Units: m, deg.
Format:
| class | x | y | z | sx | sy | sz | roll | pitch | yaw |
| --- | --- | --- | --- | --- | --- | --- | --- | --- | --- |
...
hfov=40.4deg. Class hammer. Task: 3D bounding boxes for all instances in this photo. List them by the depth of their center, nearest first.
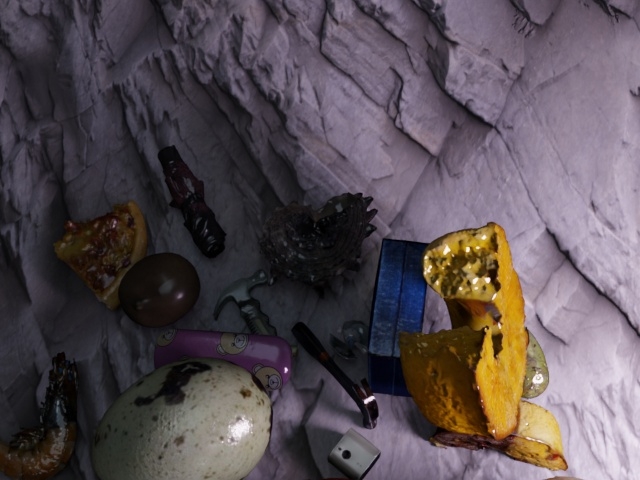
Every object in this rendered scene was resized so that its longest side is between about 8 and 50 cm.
| class | x | y | z | sx | sy | sz | roll | pitch | yaw |
| --- | --- | --- | --- | --- | --- | --- | --- | --- | --- |
| hammer | 0.029 | 0.281 | 1.921 | 0.037 | 0.137 | 0.290 | -32 | 59 | -20 |
| hammer | -0.142 | 0.187 | 2.003 | 0.159 | 0.041 | 0.226 | -33 | 68 | -12 |

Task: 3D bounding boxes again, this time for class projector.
| class | x | y | z | sx | sy | sz | roll | pitch | yaw |
| --- | --- | --- | --- | --- | --- | --- | --- | --- | --- |
| projector | 0.072 | 0.459 | 1.846 | 0.082 | 0.083 | 0.083 | 36 | 71 | 17 |

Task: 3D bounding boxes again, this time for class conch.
| class | x | y | z | sx | sy | sz | roll | pitch | yaw |
| --- | --- | --- | --- | --- | --- | --- | --- | --- | --- |
| conch | -0.007 | -0.011 | 2.035 | 0.313 | 0.186 | 0.240 | -32 | 52 | 3 |

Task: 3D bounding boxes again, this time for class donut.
| class | x | y | z | sx | sy | sz | roll | pitch | yaw |
| --- | --- | --- | --- | --- | --- | --- | --- | --- | --- |
| donut | 0.292 | 0.203 | 1.713 | 0.164 | 0.377 | 0.435 | -5 | 40 | 25 |
| donut | 0.386 | 0.389 | 1.837 | 0.295 | 0.151 | 0.112 | 9 | 56 | 7 |

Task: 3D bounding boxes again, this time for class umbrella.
| class | x | y | z | sx | sy | sz | roll | pitch | yaw |
| --- | --- | --- | --- | --- | --- | --- | --- | --- | --- |
| umbrella | -0.317 | -0.102 | 2.118 | 0.090 | 0.094 | 0.326 | -19 | 66 | -22 |

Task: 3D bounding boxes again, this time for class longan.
| class | x | y | z | sx | sy | sz | roll | pitch | yaw |
| --- | --- | --- | --- | --- | --- | --- | --- | --- | --- |
| longan | -0.364 | 0.112 | 1.978 | 0.189 | 0.189 | 0.189 | -1 | 65 | 2 |

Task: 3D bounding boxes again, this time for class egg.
| class | x | y | z | sx | sy | sz | roll | pitch | yaw |
| --- | --- | --- | --- | --- | --- | --- | --- | --- | --- |
| egg | -0.280 | 0.396 | 1.781 | 0.379 | 0.287 | 0.287 | -28 | 66 | 6 |

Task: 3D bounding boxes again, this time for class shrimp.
| class | x | y | z | sx | sy | sz | roll | pitch | yaw |
| --- | --- | --- | --- | --- | --- | --- | --- | --- | --- |
| shrimp | -0.641 | 0.384 | 1.923 | 0.223 | 0.054 | 0.290 | 4 | 69 | 4 |

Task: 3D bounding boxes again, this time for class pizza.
| class | x | y | z | sx | sy | sz | roll | pitch | yaw |
| --- | --- | --- | --- | --- | --- | --- | --- | --- | --- |
| pizza | -0.531 | 0.020 | 2.074 | 0.229 | 0.081 | 0.289 | 6 | 67 | 5 |

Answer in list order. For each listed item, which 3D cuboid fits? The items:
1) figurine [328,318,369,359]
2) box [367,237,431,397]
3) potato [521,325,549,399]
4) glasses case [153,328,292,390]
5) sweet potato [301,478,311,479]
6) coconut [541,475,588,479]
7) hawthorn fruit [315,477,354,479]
| class | x | y | z | sx | sy | sz | roll | pitch | yaw |
| --- | --- | --- | --- | --- | --- | --- | --- | --- | --- |
| figurine | 0.068 | 0.226 | 1.949 | 0.094 | 0.086 | 0.082 | 42 | 110 | 16 |
| box | 0.166 | 0.172 | 1.869 | 0.116 | 0.279 | 0.261 | 5 | 65 | 7 |
| potato | 0.444 | 0.255 | 1.945 | 0.120 | 0.054 | 0.197 | -9 | 65 | 1 |
| glasses case | -0.218 | 0.264 | 1.936 | 0.317 | 0.076 | 0.123 | 3 | 85 | 11 |
| sweet potato | -0.153 | 0.557 | 1.803 | 0.292 | 0.097 | 0.097 | -27 | 67 | -9 |
| coconut | 0.437 | 0.629 | 1.598 | 0.405 | 0.404 | 0.404 | -1 | 65 | 2 |
| hawthorn fruit | 0.044 | 0.590 | 1.698 | 0.330 | 0.287 | 0.287 | -15 | 63 | -31 |
